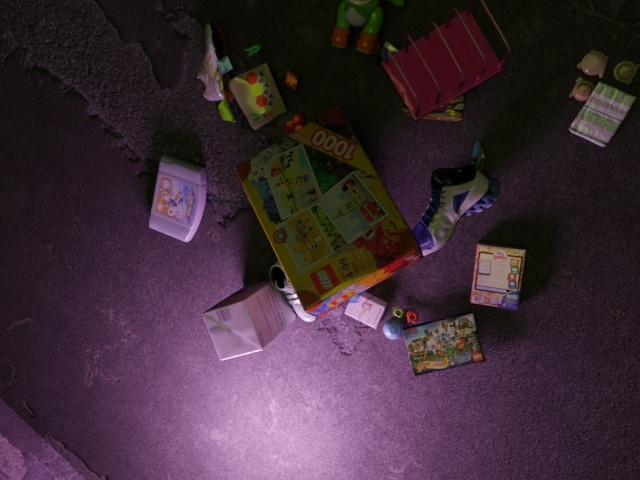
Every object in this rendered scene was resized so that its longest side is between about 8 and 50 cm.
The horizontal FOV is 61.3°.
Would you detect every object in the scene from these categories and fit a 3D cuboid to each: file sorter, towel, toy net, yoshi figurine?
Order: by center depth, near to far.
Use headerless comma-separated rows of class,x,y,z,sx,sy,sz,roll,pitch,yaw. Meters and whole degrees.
towel,0.784,-0.351,1.506,0.113,0.023,0.152,27,115,6
file sorter,0.345,-0.511,1.509,0.290,0.182,0.202,-30,88,7
yoshi figurine,0.142,-0.760,1.607,0.203,0.203,0.362,50,138,47
toy net,0.330,0.313,1.815,0.232,0.045,0.122,26,94,10

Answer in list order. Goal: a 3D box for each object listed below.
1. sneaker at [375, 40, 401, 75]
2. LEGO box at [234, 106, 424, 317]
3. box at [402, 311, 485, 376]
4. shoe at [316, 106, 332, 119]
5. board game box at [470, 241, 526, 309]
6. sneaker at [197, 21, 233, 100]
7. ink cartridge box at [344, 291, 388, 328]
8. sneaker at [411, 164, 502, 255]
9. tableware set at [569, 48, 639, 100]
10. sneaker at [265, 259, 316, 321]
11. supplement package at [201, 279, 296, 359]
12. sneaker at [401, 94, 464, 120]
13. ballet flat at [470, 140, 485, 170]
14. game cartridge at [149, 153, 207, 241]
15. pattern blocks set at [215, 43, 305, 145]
sneaker,0.237,-0.531,1.655,0.152,0.058,0.085,39,114,5
LEGO box,0.024,-0.082,1.631,0.372,0.193,0.500,-30,71,5
box,0.399,0.336,1.755,0.233,0.044,0.159,-15,87,11
shoe,-0.023,-0.339,1.778,0.219,0.058,0.076,-44,42,17
board game box,0.553,0.109,1.685,0.146,0.045,0.194,8,104,18
sneaker,-0.377,-0.605,1.843,0.121,0.099,0.263,-3,100,25
ink cartridge box,0.158,0.232,1.851,0.122,0.052,0.089,24,108,12
sneaker,0.366,-0.120,1.620,0.315,0.127,0.182,-43,124,17
tableware set,0.783,-0.439,1.496,0.168,0.020,0.141,23,114,10
sneaker,-0.104,0.185,1.882,0.094,0.151,0.256,-24,94,21
supplement package,-0.238,0.261,1.870,0.177,0.293,0.175,-19,95,22
sneaker,0.342,-0.413,1.642,0.185,0.069,0.084,9,96,12
ballet flat,0.478,-0.246,1.644,0.041,0.041,0.114,15,107,16
game cartridge,-0.527,-0.154,2.017,0.198,0.062,0.297,21,108,19
pattern blocks set,-0.203,-0.476,1.798,0.285,0.026,0.325,-13,105,8
